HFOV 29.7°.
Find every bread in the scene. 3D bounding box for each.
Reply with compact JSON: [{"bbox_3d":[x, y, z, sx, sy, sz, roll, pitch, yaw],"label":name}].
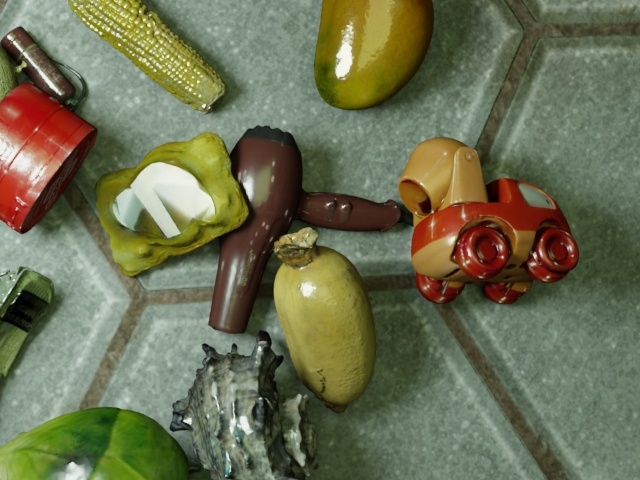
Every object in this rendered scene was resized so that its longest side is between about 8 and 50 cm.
[{"bbox_3d":[-0.226,-0.055,1.750,0.233,0.088,0.161,-24,91,16],"label":"bread"}]

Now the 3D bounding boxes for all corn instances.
[{"bbox_3d":[-0.262,-0.302,1.824,0.288,0.086,0.086,40,77,-5],"label":"corn"}]

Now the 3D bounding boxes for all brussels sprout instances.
[{"bbox_3d":[-0.323,0.336,1.654,0.271,0.210,0.219,-2,49,27],"label":"brussels sprout"}]

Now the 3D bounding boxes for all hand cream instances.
[{"bbox_3d":[-0.417,-0.117,1.713,0.125,0.193,0.193,36,77,-5],"label":"hand cream"}]

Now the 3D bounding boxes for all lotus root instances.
[{"bbox_3d":[0.012,0.114,1.755,0.130,0.146,0.303,-26,119,-21],"label":"lotus root"}]

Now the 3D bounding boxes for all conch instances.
[{"bbox_3d":[-0.082,0.259,1.699,0.186,0.313,0.240,-42,135,10],"label":"conch"}]

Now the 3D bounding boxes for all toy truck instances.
[{"bbox_3d":[0.246,-0.036,1.828,0.264,0.189,0.239,3,71,-23],"label":"toy truck"}]

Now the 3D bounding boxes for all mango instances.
[{"bbox_3d":[0.085,-0.322,1.867,0.175,0.139,0.255,8,88,3],"label":"mango"}]

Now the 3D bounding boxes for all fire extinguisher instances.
[{"bbox_3d":[-0.406,-0.251,1.810,0.157,0.045,0.078,49,55,0],"label":"fire extinguisher"}]

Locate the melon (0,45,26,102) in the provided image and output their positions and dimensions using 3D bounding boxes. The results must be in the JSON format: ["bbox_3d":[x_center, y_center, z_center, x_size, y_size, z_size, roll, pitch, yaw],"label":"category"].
[{"bbox_3d":[-0.515,-0.225,1.735,0.192,0.139,0.139,-17,86,-9],"label":"melon"}]

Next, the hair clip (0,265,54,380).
[{"bbox_3d":[-0.487,0.184,1.700,0.091,0.138,0.321,18,78,23],"label":"hair clip"}]

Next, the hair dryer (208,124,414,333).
[{"bbox_3d":[0.000,0.000,1.838,0.340,0.123,0.313,8,91,-20],"label":"hair dryer"}]

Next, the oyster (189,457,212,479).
[{"bbox_3d":[-0.173,0.422,1.735,0.199,0.087,0.252,7,76,-3],"label":"oyster"}]
